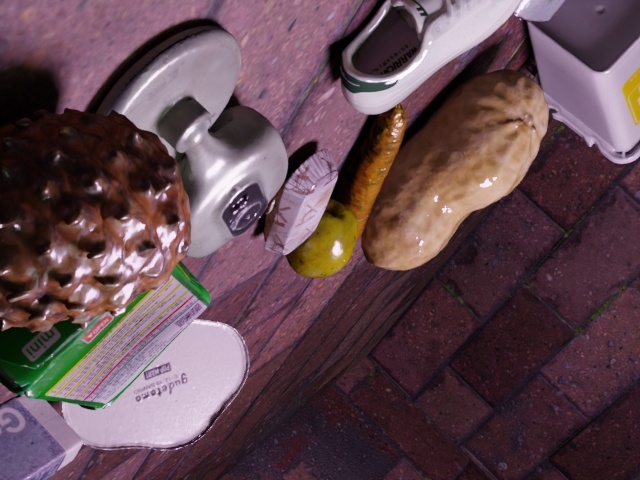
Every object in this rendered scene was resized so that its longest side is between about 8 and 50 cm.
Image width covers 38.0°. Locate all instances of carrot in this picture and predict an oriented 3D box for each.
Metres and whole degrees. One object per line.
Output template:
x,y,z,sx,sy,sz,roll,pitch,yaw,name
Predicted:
0.064,-0.093,1.336,0.066,0.066,0.314,-39,165,-30,carrot

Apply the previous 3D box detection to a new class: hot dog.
-0.027,-0.050,1.192,0.099,0.053,0.192,-40,164,-29,hot dog

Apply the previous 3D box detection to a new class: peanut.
0.210,-0.105,1.476,0.387,0.192,0.169,-47,130,4,peanut

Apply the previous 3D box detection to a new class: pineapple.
-0.225,0.008,0.543,0.170,0.141,0.310,-24,177,39,pineapple

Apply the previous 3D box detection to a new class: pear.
0.000,0.000,1.322,0.107,0.107,0.131,-32,159,-48,pear

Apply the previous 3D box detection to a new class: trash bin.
0.480,-0.334,1.582,0.256,0.296,0.367,-46,154,8,trash bin

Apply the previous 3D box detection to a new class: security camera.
-0.103,-0.074,0.809,0.157,0.080,0.301,-44,165,-7,security camera

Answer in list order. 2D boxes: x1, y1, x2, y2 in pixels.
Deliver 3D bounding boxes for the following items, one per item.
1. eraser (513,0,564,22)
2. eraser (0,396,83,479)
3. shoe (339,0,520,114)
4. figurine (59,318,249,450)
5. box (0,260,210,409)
0.321,-0.391,1.179,0.227,0.081,0.174,-51,166,27,eraser
-0.349,0.233,0.944,0.212,0.092,0.046,-31,160,-55,eraser
0.124,-0.240,0.979,0.265,0.095,0.110,-45,168,6,shoe
-0.231,0.175,1.185,0.250,0.167,0.141,-5,-177,-35,figurine
-0.206,0.063,0.840,0.180,0.103,0.250,-44,169,-7,box
